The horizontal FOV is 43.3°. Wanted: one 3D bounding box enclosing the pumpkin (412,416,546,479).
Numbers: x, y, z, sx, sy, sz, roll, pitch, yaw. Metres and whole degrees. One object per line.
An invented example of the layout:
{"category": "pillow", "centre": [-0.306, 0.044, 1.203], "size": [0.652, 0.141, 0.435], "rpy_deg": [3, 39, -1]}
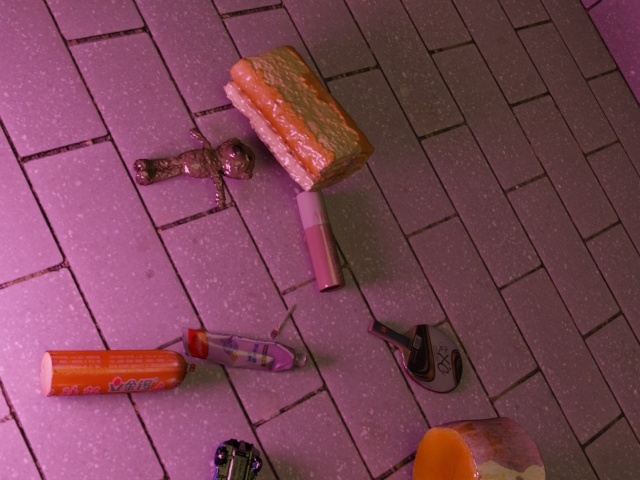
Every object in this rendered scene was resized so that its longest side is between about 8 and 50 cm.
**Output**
{"category": "pumpkin", "centre": [0.346, 0.576, 1.856], "size": [0.199, 0.332, 0.332], "rpy_deg": [3, 68, -23]}

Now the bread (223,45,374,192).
{"category": "bread", "centre": [-0.051, -0.317, 2.058], "size": [0.375, 0.165, 0.237], "rpy_deg": [50, 44, 11]}

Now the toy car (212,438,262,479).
{"category": "toy car", "centre": [-0.190, 0.528, 1.695], "size": [0.103, 0.063, 0.216], "rpy_deg": [20, 66, -22]}

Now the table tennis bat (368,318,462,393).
{"category": "table tennis bat", "centre": [0.251, 0.284, 2.094], "size": [0.301, 0.022, 0.173], "rpy_deg": [31, 56, -19]}

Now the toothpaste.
{"category": "toothpaste", "centre": [-0.169, 0.254, 1.838], "size": [0.301, 0.048, 0.075], "rpy_deg": [12, 68, -24]}

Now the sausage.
{"category": "sausage", "centre": [-0.406, 0.270, 1.657], "size": [0.312, 0.093, 0.092], "rpy_deg": [4, 68, -30]}

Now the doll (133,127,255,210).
{"category": "doll", "centre": [-0.297, -0.192, 1.935], "size": [0.286, 0.091, 0.202], "rpy_deg": [12, 52, -15]}

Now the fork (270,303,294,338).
{"category": "fork", "centre": [-0.091, 0.194, 1.931], "size": [0.016, 0.012, 0.115], "rpy_deg": [43, 49, -13]}

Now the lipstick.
{"category": "lipstick", "centre": [0.000, 0.000, 2.031], "size": [0.070, 0.070, 0.254], "rpy_deg": [-5, 72, -33]}
